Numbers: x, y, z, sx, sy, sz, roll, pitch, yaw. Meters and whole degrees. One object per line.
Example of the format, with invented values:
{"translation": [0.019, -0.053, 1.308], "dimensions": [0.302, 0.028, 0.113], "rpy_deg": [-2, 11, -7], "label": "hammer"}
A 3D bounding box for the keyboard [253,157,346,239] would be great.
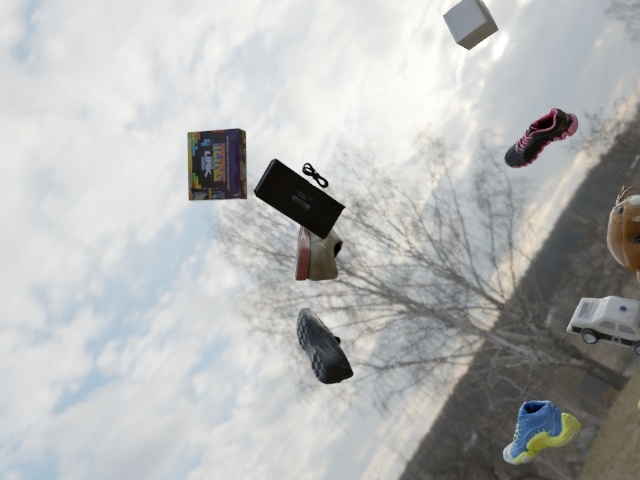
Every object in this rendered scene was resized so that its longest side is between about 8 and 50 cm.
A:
{"translation": [-0.031, -0.088, 1.087], "dimensions": [0.180, 0.023, 0.108], "rpy_deg": [33, -92, -31], "label": "keyboard"}

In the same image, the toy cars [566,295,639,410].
{"translation": [0.608, 0.203, 1.028], "dimensions": [0.176, 0.394, 0.087], "rpy_deg": [-20, -56, -3], "label": "toy cars"}

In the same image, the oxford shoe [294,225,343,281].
{"translation": [0.000, 0.000, 1.665], "dimensions": [0.348, 0.130, 0.123], "rpy_deg": [-85, 5, -49], "label": "oxford shoe"}

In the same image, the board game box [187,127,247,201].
{"translation": [-0.251, -0.181, 1.396], "dimensions": [0.048, 0.141, 0.170], "rpy_deg": [-2, -90, -71], "label": "board game box"}

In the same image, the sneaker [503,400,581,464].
{"translation": [0.528, 0.471, 1.450], "dimensions": [0.091, 0.126, 0.240], "rpy_deg": [-29, -14, -50], "label": "sneaker"}

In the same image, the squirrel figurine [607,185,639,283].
{"translation": [0.821, -0.023, 1.220], "dimensions": [0.370, 0.281, 0.397], "rpy_deg": [-37, -61, 16], "label": "squirrel figurine"}

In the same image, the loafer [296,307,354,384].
{"translation": [0.005, 0.230, 1.273], "dimensions": [0.078, 0.223, 0.076], "rpy_deg": [3, -60, -25], "label": "loafer"}

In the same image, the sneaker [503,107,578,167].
{"translation": [0.315, -0.154, 0.851], "dimensions": [0.057, 0.047, 0.119], "rpy_deg": [15, -41, -38], "label": "sneaker"}

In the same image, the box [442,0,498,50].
{"translation": [0.411, -0.597, 1.576], "dimensions": [0.102, 0.101, 0.087], "rpy_deg": [-31, -17, 33], "label": "box"}
